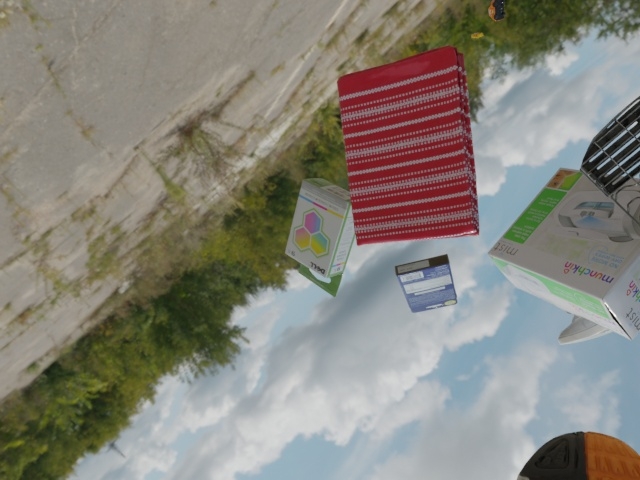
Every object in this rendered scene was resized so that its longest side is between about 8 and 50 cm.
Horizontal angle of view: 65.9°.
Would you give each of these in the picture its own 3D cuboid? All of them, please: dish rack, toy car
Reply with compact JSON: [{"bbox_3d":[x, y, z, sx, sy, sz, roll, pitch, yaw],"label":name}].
[{"bbox_3d":[0.493,-0.076,0.635,0.208,0.271,0.074,-46,169,25],"label":"dish rack"},{"bbox_3d":[0.444,-0.600,1.329,0.122,0.060,0.040,-39,-148,-8],"label":"toy car"}]

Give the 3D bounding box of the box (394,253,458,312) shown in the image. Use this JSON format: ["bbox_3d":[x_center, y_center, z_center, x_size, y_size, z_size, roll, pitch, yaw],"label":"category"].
[{"bbox_3d":[0.288,0.121,1.324,0.137,0.225,0.036,-14,-129,12],"label":"box"}]

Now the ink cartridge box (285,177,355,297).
[{"bbox_3d":[0.000,0.000,0.927,0.062,0.109,0.209,-13,126,-50],"label":"ink cartridge box"}]

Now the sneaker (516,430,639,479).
[{"bbox_3d":[0.162,0.257,0.306,0.099,0.121,0.262,2,-115,33],"label":"sneaker"}]

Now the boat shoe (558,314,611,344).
[{"bbox_3d":[0.540,0.158,0.985,0.066,0.063,0.184,-5,153,-17],"label":"boat shoe"}]

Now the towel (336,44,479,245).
[{"bbox_3d":[0.128,-0.134,0.747,0.199,0.274,0.031,-5,-176,27],"label":"towel"}]

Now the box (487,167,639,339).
[{"bbox_3d":[0.478,0.010,0.869,0.231,0.127,0.262,-47,-155,-3],"label":"box"}]
